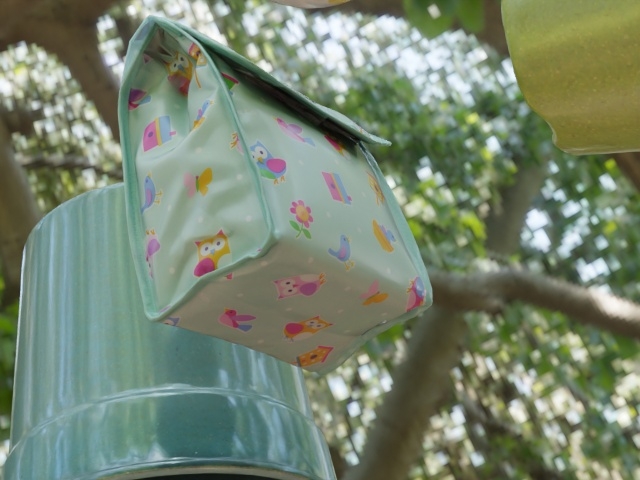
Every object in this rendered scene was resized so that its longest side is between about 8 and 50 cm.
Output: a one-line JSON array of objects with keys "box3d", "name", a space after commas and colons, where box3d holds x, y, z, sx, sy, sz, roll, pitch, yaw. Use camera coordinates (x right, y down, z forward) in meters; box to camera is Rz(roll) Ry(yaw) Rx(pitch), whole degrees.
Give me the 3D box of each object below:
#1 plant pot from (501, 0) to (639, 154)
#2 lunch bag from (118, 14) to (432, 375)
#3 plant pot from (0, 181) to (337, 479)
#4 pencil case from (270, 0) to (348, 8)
[{"box3d": [0.280, -0.170, 1.147, 0.254, 0.276, 0.276, -11, -31, 32], "name": "plant pot"}, {"box3d": [-0.048, -0.048, 1.305, 0.160, 0.262, 0.223, -33, -35, 26], "name": "lunch bag"}, {"box3d": [-0.155, 0.145, 1.542, 0.341, 0.334, 0.341, -6, -34, -4], "name": "plant pot"}, {"box3d": [0.031, -0.177, 0.487, 0.124, 0.113, 0.273, 28, -29, -10], "name": "pencil case"}]
